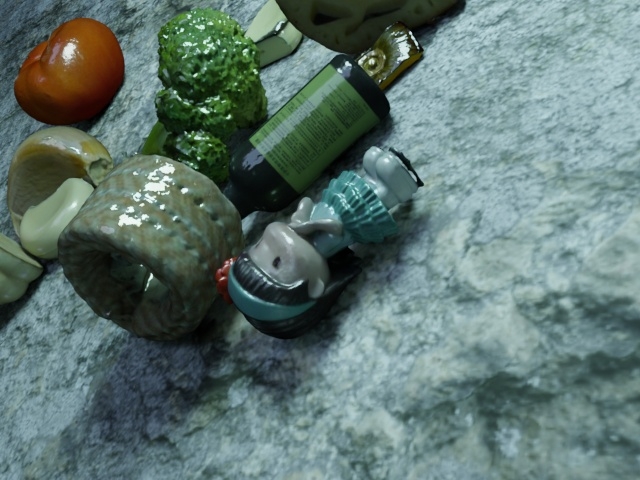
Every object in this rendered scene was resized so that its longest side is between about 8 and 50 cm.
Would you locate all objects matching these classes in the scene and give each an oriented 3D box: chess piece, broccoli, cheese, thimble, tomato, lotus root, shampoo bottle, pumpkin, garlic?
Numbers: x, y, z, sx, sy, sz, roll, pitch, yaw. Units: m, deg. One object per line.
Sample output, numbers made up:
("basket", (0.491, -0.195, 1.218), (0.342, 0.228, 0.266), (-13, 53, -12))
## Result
("chess piece", (-0.628, 0.122, 1.320), (0.300, 0.167, 0.167), (-54, 36, -4))
("broccoli", (-0.173, -0.186, 1.188), (0.254, 0.186, 0.302), (-127, 41, -52))
("cheese", (-0.067, -0.412, 1.373), (0.127, 0.054, 0.251), (-15, 44, 36))
("thimble", (-0.201, 0.013, 0.943), (0.196, 0.229, 0.148), (23, 57, 11))
("tomato", (-0.546, -0.363, 1.697), (0.260, 0.180, 0.260), (-28, 35, 23))
("lotus root", (0.045, -0.345, 1.089), (0.170, 0.260, 0.074), (124, 163, -48))
("cheese", (-0.444, -0.016, 1.337), (0.163, 0.071, 0.249), (-44, 36, 1))
("shampoo bottle", (-0.043, -0.111, 0.998), (0.284, 0.101, 0.101), (-43, 35, 3))
("pumpkin", (0.092, -0.245, 1.061), (0.101, 0.035, 0.073), (-38, 50, 9))
("garlic", (-0.511, -0.123, 1.483), (0.245, 0.145, 0.164), (-32, 68, 21))

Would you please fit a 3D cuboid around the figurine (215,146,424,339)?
("figurine", (0.000, 0.000, 0.845), (0.245, 0.110, 0.138), (-43, 25, -3))
